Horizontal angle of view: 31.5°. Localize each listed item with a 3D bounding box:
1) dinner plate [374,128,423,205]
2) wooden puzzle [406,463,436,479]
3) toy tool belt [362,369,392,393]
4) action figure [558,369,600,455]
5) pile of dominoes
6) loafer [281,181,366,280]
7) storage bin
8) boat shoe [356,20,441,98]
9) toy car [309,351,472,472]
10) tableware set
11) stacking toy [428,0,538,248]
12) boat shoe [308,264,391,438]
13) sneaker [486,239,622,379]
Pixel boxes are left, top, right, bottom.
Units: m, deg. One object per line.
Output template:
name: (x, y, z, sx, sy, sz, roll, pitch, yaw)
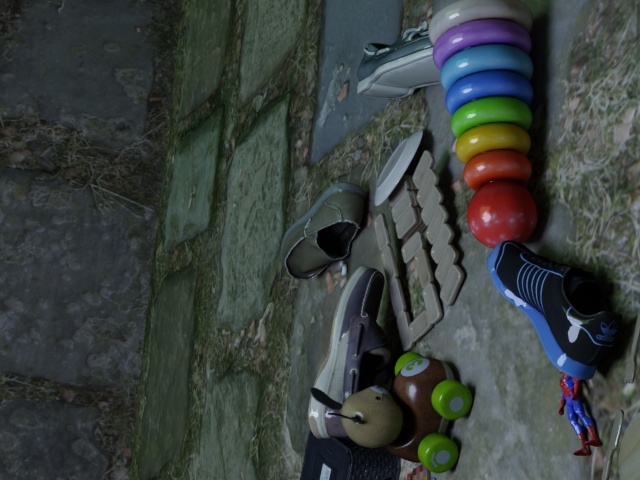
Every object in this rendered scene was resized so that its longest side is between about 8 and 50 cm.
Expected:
dinner plate: (0.118, -0.118, 1.791, 0.141, 0.017, 0.141, -57, 7, 11)
wooden puzzle: (0.141, 0.345, 1.612, 0.083, 0.006, 0.049, 133, 142, -54)
toy tool belt: (0.076, 0.208, 1.775, 0.083, 0.051, 0.052, -104, 32, -46)
action figure: (0.287, 0.186, 1.291, 0.038, 0.030, 0.115, 116, 156, -46)
pile of dominoes: (0.158, 0.014, 1.710, 0.196, 0.040, 0.251, -51, 43, 50)
loafer: (0.000, 0.000, 2.002, 0.251, 0.094, 0.087, 124, 153, -45)
storage bin: (0.041, 0.364, 1.750, 0.180, 0.084, 0.122, -161, 82, -69)
boat shoe: (0.136, -0.291, 1.767, 0.319, 0.116, 0.099, 170, 104, -73)
toy car: (0.084, 0.226, 1.560, 0.155, 0.189, 0.148, -148, 70, -67)
tableware set: (0.346, 0.163, 1.140, 0.128, 0.039, 0.194, 164, 121, -79)
stacking toy: (0.224, -0.146, 1.484, 0.141, 0.141, 0.330, 144, 126, -61)
boat shoe: (0.062, 0.169, 1.714, 0.103, 0.092, 0.285, 64, -142, -50)
sneaker: (0.274, 0.056, 1.319, 0.090, 0.081, 0.232, -65, 33, 27)
